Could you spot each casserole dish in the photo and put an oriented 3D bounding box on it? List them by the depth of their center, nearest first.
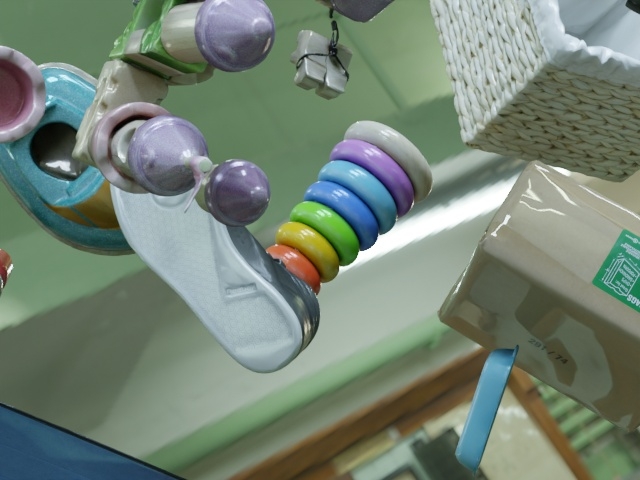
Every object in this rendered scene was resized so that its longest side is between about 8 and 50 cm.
[{"bbox_3d":[0.220,0.223,1.774,0.114,0.037,0.188,-27,-46,-74],"label":"casserole dish"}]

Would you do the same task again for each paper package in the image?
[{"bbox_3d":[0.354,0.080,1.795,0.168,0.325,0.309,-56,-8,-21],"label":"paper package"}]

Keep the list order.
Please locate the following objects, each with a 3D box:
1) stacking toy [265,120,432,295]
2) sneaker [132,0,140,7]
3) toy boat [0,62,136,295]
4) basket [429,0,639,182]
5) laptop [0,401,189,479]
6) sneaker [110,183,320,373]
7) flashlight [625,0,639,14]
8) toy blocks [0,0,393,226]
[{"bbox_3d":[0.000,0.000,1.736,0.330,0.141,0.141,-49,-7,-20],"label":"stacking toy"},{"bbox_3d":[-0.134,-0.226,1.284,0.076,0.065,0.166,-34,-11,8],"label":"sneaker"},{"bbox_3d":[-0.335,-0.042,1.643,0.318,0.267,0.148,-47,8,9],"label":"toy boat"},{"bbox_3d":[0.368,-0.293,1.929,0.331,0.328,0.266,10,-36,-28],"label":"basket"},{"bbox_3d":[-0.390,0.423,1.582,0.236,0.382,0.408,-15,51,64],"label":"laptop"},{"bbox_3d":[-0.108,0.014,1.374,0.104,0.296,0.147,-39,-13,7],"label":"sneaker"},{"bbox_3d":[0.343,-0.323,1.088,0.304,0.103,0.103,-51,-31,-7],"label":"flashlight"},{"bbox_3d":[-0.069,-0.156,0.939,0.260,0.309,0.288,13,80,64],"label":"toy blocks"}]
